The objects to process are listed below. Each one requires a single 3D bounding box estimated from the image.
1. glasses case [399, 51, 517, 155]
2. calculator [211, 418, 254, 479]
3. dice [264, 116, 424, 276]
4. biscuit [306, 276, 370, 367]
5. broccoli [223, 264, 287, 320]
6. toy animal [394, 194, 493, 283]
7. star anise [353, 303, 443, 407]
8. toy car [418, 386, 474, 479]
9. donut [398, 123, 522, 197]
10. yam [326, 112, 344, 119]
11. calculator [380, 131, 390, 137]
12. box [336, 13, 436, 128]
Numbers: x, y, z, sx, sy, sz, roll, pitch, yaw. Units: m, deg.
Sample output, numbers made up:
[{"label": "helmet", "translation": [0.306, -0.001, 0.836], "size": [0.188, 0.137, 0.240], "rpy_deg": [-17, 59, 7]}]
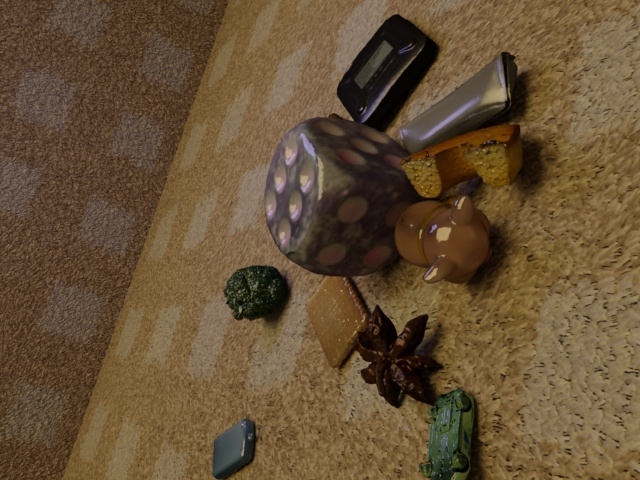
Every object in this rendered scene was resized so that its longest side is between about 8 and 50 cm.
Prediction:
[{"label": "glasses case", "translation": [0.302, -0.266, 1.373], "size": [0.308, 0.083, 0.128], "rpy_deg": [-31, 50, 48]}, {"label": "calculator", "translation": [-0.237, 0.563, 1.733], "size": [0.210, 0.039, 0.121], "rpy_deg": [-43, 38, 37]}, {"label": "dice", "translation": [0.046, -0.096, 1.429], "size": [0.270, 0.271, 0.270], "rpy_deg": [60, 136, 44]}, {"label": "biscuit", "translation": [0.040, 0.176, 1.549], "size": [0.160, 0.030, 0.249], "rpy_deg": [-56, 29, 16]}, {"label": "broccoli", "translation": [-0.186, 0.152, 1.845], "size": [0.195, 0.195, 0.156], "rpy_deg": [-149, 48, -62]}, {"label": "toy animal", "translation": [0.234, -0.008, 1.241], "size": [0.248, 0.149, 0.165], "rpy_deg": [-156, 74, -74]}, {"label": "star anise", "translation": [0.138, 0.226, 1.243], "size": [0.212, 0.111, 0.196], "rpy_deg": [8, 84, 58]}, {"label": "toy car", "translation": [0.219, 0.339, 1.081], "size": [0.093, 0.058, 0.186], "rpy_deg": [-39, 26, 43]}, {"label": "donut", "translation": [0.297, -0.163, 1.240], "size": [0.152, 0.101, 0.259], "rpy_deg": [-33, 15, -33]}, {"label": "yam", "translation": [0.090, -0.311, 1.820], "size": [0.327, 0.045, 0.045], "rpy_deg": [-134, 36, -60]}, {"label": "calculator", "translation": [0.095, -0.162, 1.672], "size": [0.303, 0.042, 0.188], "rpy_deg": [-40, 47, 46]}, {"label": "box", "translation": [0.168, -0.461, 1.754], "size": [0.290, 0.073, 0.289], "rpy_deg": [-50, 31, 20]}]
